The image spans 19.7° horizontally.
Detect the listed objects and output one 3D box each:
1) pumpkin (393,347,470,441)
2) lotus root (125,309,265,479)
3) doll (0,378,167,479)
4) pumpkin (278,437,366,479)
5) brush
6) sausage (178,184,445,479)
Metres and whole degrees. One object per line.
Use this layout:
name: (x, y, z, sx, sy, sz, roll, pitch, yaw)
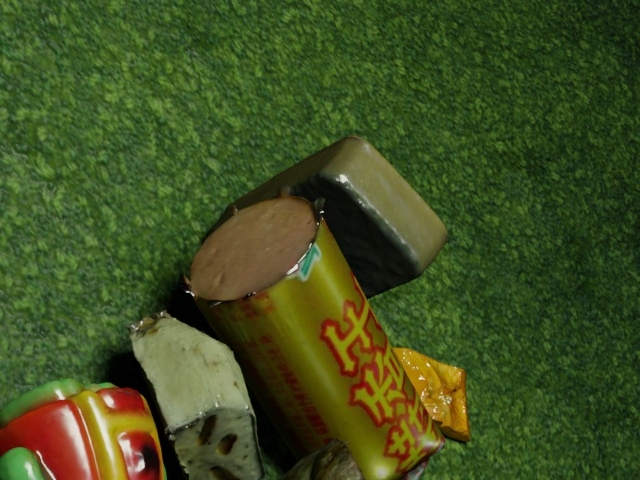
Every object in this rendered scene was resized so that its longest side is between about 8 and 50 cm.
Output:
pumpkin: (0.107, 0.137, 1.682, 0.101, 0.035, 0.073, 19, 51, -38)
lotus root: (-0.092, 0.116, 1.398, 0.143, 0.070, 0.144, 79, -12, -60)
doll: (-0.110, 0.264, 1.235, 0.363, 0.160, 0.183, 53, 11, 20)
pumpkin: (-0.013, 0.215, 1.334, 0.278, 0.111, 0.163, -126, -157, -65)
brush: (0.000, 0.000, 1.521, 0.123, 0.197, 0.059, 49, 47, -12)
sausage: (0.008, 0.120, 1.485, 0.125, 0.117, 0.317, -41, 120, -23)
